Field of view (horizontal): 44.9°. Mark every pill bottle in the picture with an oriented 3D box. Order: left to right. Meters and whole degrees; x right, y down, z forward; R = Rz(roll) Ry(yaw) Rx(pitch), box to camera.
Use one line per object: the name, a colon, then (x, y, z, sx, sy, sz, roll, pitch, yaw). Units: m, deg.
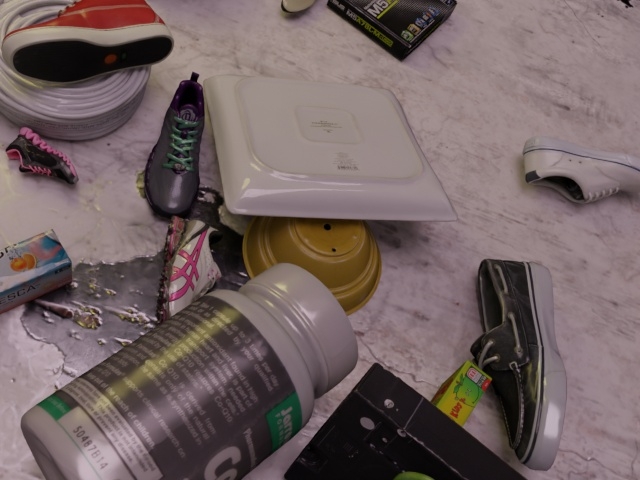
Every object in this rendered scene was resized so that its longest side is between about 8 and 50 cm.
pill bottle: (-0.139, 0.186, 0.908, 0.361, 0.204, 0.204, -34, 74, -30)

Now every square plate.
square plate: (0.009, -0.158, 1.192, 0.346, 0.049, 0.344, 1, 41, -17)

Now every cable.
cable: (-0.390, -0.270, 1.175, 0.256, 0.089, 0.257, 14, 57, -10)

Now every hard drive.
hard drive: (0.139, 0.316, 0.894, 0.339, 0.237, 0.064, 38, 45, 8)

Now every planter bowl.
planter bowl: (0.000, 0.000, 1.131, 0.217, 0.090, 0.217, 7, 59, -12)

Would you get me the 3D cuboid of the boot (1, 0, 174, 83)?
boot: (-0.356, -0.324, 1.114, 0.244, 0.088, 0.176, -19, 68, -36)

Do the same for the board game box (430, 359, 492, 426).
board game box: (0.152, 0.251, 1.025, 0.043, 0.092, 0.181, 37, 57, 8)

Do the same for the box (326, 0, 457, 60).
box: (0.138, -0.451, 1.471, 0.184, 0.045, 0.191, 40, 56, 6)

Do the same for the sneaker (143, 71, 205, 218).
sneaker: (-0.213, -0.144, 1.146, 0.083, 0.098, 0.224, 8, 58, -13)

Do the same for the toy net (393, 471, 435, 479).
toy net: (0.107, 0.354, 0.870, 0.122, 0.232, 0.045, 25, 42, 8)

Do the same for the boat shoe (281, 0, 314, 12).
boat shoe: (-0.033, -0.455, 1.425, 0.049, 0.042, 0.133, 48, 55, -16)

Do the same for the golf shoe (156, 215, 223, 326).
golf shoe: (-0.177, 0.050, 1.059, 0.085, 0.067, 0.186, 11, 57, -12)

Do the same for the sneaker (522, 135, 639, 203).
sneaker: (0.471, -0.106, 1.352, 0.257, 0.094, 0.091, 12, 75, -5)

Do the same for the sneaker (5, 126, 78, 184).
sneaker: (-0.399, -0.109, 1.105, 0.119, 0.047, 0.057, 34, 63, 14)

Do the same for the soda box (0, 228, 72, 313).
soda box: (-0.413, 0.055, 0.986, 0.183, 0.063, 0.058, -27, 71, -29)

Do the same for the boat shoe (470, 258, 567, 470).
boat shoe: (0.272, 0.168, 1.113, 0.119, 0.121, 0.335, 10, 47, -2)
